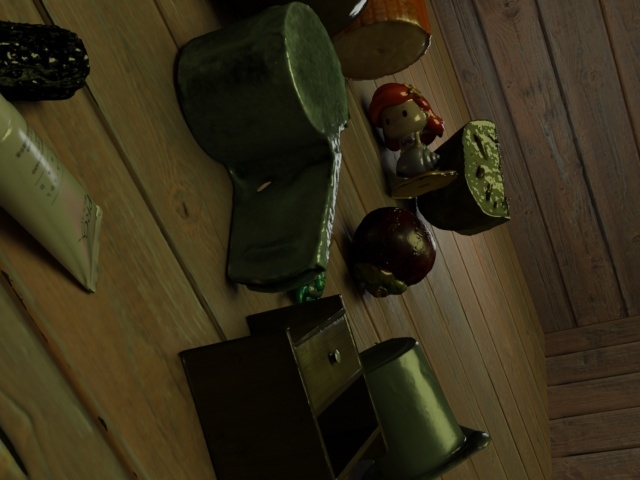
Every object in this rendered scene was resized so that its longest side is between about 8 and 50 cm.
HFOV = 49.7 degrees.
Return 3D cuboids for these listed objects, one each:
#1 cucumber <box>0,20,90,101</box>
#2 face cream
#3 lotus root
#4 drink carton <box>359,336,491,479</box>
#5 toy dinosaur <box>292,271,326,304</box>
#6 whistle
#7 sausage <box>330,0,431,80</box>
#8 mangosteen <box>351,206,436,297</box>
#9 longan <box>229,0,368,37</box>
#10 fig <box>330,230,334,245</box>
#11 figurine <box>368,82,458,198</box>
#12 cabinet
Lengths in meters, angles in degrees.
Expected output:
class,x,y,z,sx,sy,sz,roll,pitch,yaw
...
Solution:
class,x,y,z,sx,sy,sz,roll,pitch,yaw
cucumber,-0.296,-0.145,0.525,0.300,0.072,0.072,-22,95,-65
face cream,-0.240,-0.046,0.576,0.244,0.058,0.092,71,15,-60
lotus root,0.335,-0.146,1.785,0.149,0.260,0.267,6,71,-29
drink carton,0.122,0.266,1.076,0.190,0.191,0.185,65,-14,-5
toy dinosaur,-0.015,0.080,1.052,0.132,0.059,0.096,6,75,-74
whistle,-0.061,-0.136,0.941,0.188,0.168,0.405,-7,86,-66
sausage,0.100,-0.518,1.484,0.233,0.233,0.287,29,48,-60
mangosteen,0.131,0.031,1.306,0.166,0.166,0.180,53,56,-41
longan,-0.039,-0.435,1.080,0.258,0.258,0.258,47,35,-48
fig,0.000,0.000,1.152,0.083,0.050,0.050,59,20,-74
figurine,0.220,-0.243,1.676,0.208,0.181,0.257,-6,76,-27
cabinet,-0.031,0.194,0.813,0.175,0.148,0.215,-19,92,-67
